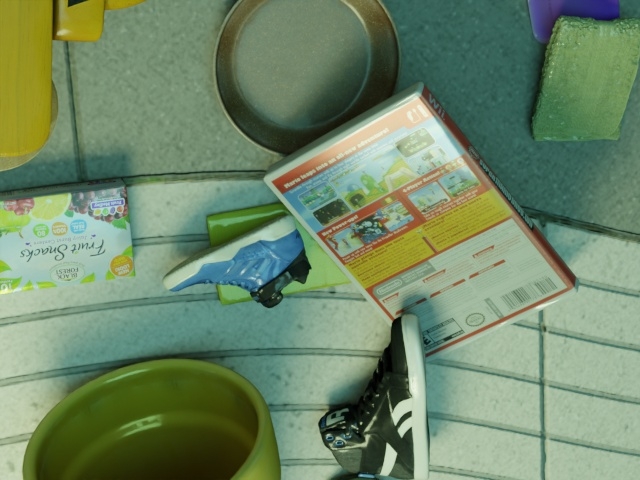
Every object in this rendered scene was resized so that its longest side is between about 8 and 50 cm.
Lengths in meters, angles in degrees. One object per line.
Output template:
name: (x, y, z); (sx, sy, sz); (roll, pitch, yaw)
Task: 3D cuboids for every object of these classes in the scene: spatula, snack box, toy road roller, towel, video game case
spatula: (0.363, -0.288, 1.709); (0.296, 0.030, 0.084); (-19, 116, -8)
snack box: (-0.265, -0.005, 1.635); (0.141, 0.037, 0.100); (-8, 110, -12)
toy road roller: (-0.249, -0.238, 1.488); (0.240, 0.202, 0.330); (-2, 107, -25)
towel: (0.000, 0.000, 1.715); (0.237, 0.021, 0.102); (-10, 103, -10)
video game case: (0.105, -0.011, 1.654); (0.204, 0.025, 0.285); (-28, 116, 30)
towel: (0.284, -0.172, 1.715); (0.110, 0.027, 0.148); (0, 122, -15)

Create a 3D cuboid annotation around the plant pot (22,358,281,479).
plant pot: (-0.156, 0.291, 1.657); (0.254, 0.254, 0.239); (-17, 126, -9)

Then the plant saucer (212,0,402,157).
plant saucer: (-0.016, -0.184, 1.644); (0.198, 0.036, 0.199); (-4, 107, -12)

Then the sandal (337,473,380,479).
sandal: (0.107, 0.390, 1.822); (0.120, 0.086, 0.303); (-45, 112, 2)

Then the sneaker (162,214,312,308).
sneaker: (-0.082, 0.040, 1.664); (0.152, 0.058, 0.085); (-25, 98, -12)

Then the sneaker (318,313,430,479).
sneaker: (0.055, 0.177, 1.726); (0.121, 0.079, 0.217); (-3, 123, 4)
